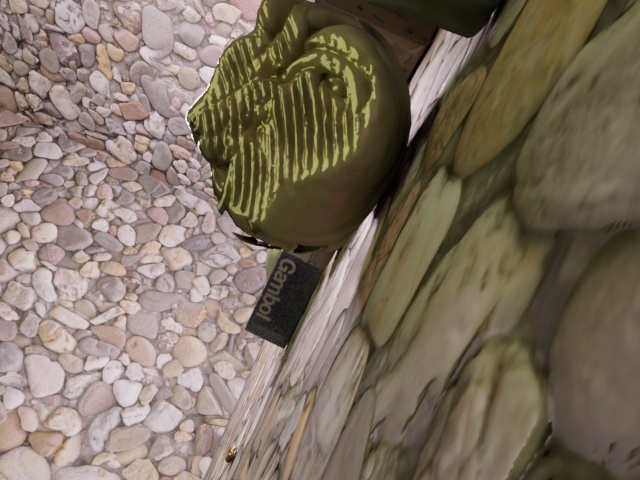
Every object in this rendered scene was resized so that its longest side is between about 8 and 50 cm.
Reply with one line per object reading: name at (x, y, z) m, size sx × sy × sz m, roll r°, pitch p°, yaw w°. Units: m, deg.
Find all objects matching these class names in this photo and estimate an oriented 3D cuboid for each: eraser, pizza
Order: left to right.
pizza at (-0.186, 0.442, 1.230) m, size 0.037 × 0.016 × 0.083 m, roll -59°, pitch -1°, yaw -15°
eraser at (-0.064, 0.100, 1.164) m, size 0.212 × 0.092 × 0.046 m, roll -63°, pitch 2°, yaw 13°

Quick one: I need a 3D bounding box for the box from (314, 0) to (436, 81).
box at (0.130, -0.480, 1.170) m, size 0.190 × 0.225 × 0.297 m, roll 116°, pitch 179°, yaw -70°

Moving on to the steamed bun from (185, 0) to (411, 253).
steamed bun at (-0.001, -0.128, 0.736) m, size 0.280 × 0.268 × 0.207 m, roll -50°, pitch -28°, yaw 18°

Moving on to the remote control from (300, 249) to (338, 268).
remote control at (0.048, -0.078, 0.948) m, size 0.103 × 0.055 × 0.277 m, roll -68°, pitch 5°, yaw -47°

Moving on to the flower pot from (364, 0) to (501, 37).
flower pot at (0.135, -0.353, 0.558) m, size 0.367 × 0.164 × 0.254 m, roll -72°, pitch 2°, yaw -59°

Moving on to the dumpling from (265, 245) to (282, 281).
dumpling at (-0.053, 0.042, 1.423) m, size 0.151 × 0.124 × 0.229 m, roll 0°, pitch -53°, yaw -52°
